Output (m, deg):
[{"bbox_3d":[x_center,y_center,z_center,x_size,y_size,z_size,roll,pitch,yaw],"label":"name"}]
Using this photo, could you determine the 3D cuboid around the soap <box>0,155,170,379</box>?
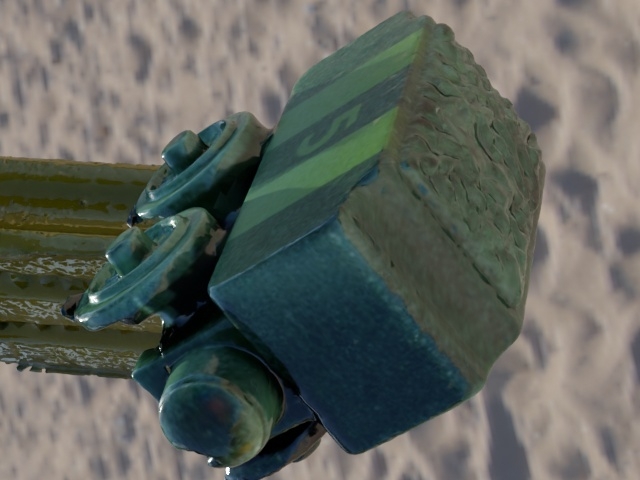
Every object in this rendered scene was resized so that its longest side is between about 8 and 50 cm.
[{"bbox_3d":[-0.117,0.025,1.234,0.199,0.314,0.091,72,-157,-58],"label":"soap"}]

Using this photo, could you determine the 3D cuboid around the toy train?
[{"bbox_3d":[0.000,0.000,0.973,0.167,0.238,0.299,49,-152,-20],"label":"toy train"}]
